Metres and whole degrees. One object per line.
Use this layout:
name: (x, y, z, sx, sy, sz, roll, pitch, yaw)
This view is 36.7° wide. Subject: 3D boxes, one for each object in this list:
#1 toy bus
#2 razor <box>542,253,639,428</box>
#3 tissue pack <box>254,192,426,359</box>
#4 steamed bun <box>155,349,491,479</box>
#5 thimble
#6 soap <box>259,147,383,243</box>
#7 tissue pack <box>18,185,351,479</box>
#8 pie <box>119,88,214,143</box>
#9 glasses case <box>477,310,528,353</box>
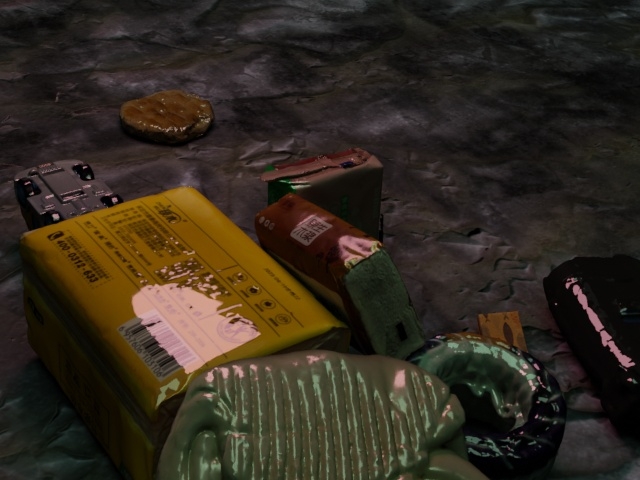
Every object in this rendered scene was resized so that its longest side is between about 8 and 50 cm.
toy bus: (-0.395, -0.027, 1.541, 0.126, 0.136, 0.209, -19, 43, -32)
razor: (0.468, 0.151, 1.454, 0.189, 0.107, 0.327, -1, 36, -11)
tissue pack: (0.020, 0.051, 1.274, 0.092, 0.183, 0.226, -35, 35, -16)
steamed bun: (-0.003, 0.297, 1.028, 0.367, 0.255, 0.342, 9, 51, -17)
thimble: (0.192, 0.239, 1.246, 0.237, 0.150, 0.237, 4, 37, -3)
soap: (-0.001, -0.001, 1.449, 0.218, 0.273, 0.098, -13, 33, -25)
tissue pack: (-0.188, 0.126, 1.274, 0.293, 0.228, 0.382, -21, 44, -31)
pie: (-0.309, -0.252, 1.964, 0.195, 0.046, 0.195, 3, 33, -2)
glasses case: (0.278, 0.175, 1.448, 0.064, 0.041, 0.170, -5, 35, 4)
